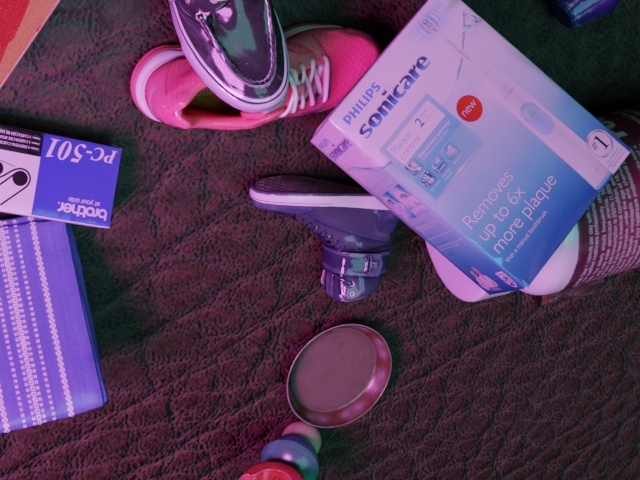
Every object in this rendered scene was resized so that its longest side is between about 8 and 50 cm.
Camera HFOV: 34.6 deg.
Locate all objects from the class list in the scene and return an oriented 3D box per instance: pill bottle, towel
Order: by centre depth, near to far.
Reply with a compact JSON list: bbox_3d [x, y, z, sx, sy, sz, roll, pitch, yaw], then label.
[{"bbox_3d":[-0.427,0.110,1.165,0.336,0.040,0.243,-12,82,-20],"label":"towel"},{"bbox_3d":[0.352,-0.053,1.416,0.392,0.224,0.224,-14,120,-19],"label":"pill bottle"}]

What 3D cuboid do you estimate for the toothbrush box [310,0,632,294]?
[{"bbox_3d":[0.172,-0.112,1.204,0.295,0.126,0.216,41,78,-3],"label":"toothbrush box"}]

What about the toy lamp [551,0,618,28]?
[{"bbox_3d":[0.426,-0.384,1.374,0.275,0.080,0.080,-38,124,-3],"label":"toy lamp"}]

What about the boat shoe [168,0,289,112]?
[{"bbox_3d":[-0.107,-0.285,1.082,0.113,0.105,0.306,-18,95,-14],"label":"boat shoe"}]

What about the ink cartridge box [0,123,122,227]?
[{"bbox_3d":[-0.337,-0.077,1.167,0.207,0.046,0.097,10,87,-30],"label":"ink cartridge box"}]

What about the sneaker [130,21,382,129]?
[{"bbox_3d":[-0.057,-0.176,1.215,0.314,0.136,0.116,-13,120,-19],"label":"sneaker"}]

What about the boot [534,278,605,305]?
[{"bbox_3d":[0.393,0.050,1.598,0.114,0.037,0.106,-10,131,-17],"label":"boot"}]

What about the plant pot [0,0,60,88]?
[{"bbox_3d":[-0.341,-0.308,0.959,0.236,0.267,0.267,34,97,-21],"label":"plant pot"}]

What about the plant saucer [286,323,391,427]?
[{"bbox_3d":[0.024,0.192,1.497,0.168,0.029,0.168,-10,116,-22],"label":"plant saucer"}]

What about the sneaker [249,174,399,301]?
[{"bbox_3d":[0.001,0.001,1.360,0.226,0.086,0.163,4,110,-28],"label":"sneaker"}]

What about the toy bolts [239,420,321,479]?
[{"bbox_3d":[-0.077,0.367,1.510,0.218,0.158,0.228,19,123,10],"label":"toy bolts"}]
